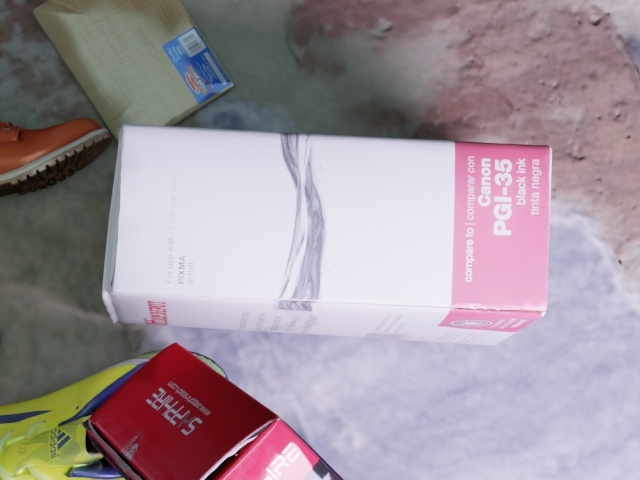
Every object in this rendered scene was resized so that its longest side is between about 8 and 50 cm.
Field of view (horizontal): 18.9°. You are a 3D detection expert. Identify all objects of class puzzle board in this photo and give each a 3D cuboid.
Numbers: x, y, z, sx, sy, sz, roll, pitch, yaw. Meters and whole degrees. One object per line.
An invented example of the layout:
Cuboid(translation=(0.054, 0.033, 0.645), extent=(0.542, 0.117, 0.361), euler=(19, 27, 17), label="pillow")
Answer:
Cuboid(translation=(-0.137, -0.140, 1.415), extent=(0.096, 0.011, 0.128), euler=(-33, 87, -8), label="puzzle board")

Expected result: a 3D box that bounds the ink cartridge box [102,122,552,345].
Cuboid(translation=(0.000, 0.000, 1.307), extent=(0.283, 0.207, 0.117), euler=(3, 82, -4), label="ink cartridge box")

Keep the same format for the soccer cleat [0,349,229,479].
Cuboid(translation=(-0.196, 0.149, 1.315), extent=(0.289, 0.121, 0.093), euler=(-23, 88, -10), label="soccer cleat")

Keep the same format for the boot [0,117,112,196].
Cuboid(translation=(-0.232, -0.070, 1.378), extent=(0.158, 0.059, 0.085), euler=(-19, 80, -5), label="boot")

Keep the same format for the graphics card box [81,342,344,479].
Cuboid(translation=(0.026, 0.234, 1.214), extent=(0.094, 0.233, 0.371), euler=(-45, 108, -9), label="graphics card box")

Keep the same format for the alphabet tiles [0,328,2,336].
Cuboid(translation=(-0.338, 0.125, 1.371), extent=(0.198, 0.009, 0.237), euler=(9, 82, -2), label="alphabet tiles")
